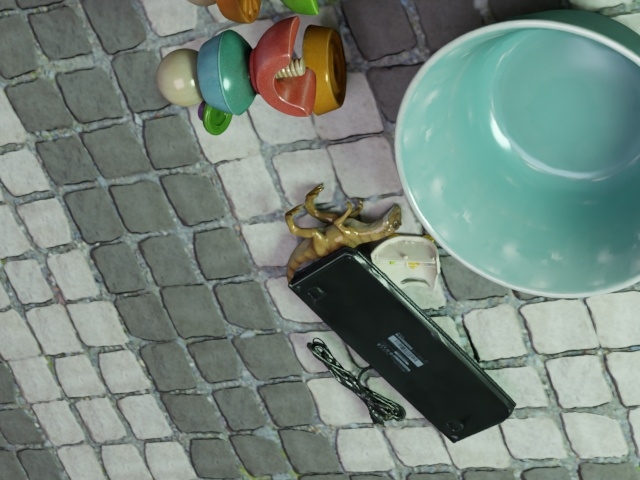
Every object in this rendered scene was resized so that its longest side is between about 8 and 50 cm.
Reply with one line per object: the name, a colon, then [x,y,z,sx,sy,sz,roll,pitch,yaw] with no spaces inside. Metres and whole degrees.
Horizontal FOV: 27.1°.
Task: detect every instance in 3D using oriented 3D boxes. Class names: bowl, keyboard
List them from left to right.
keyboard: [0.084,0.145,1.682,0.317,0.033,0.201,45,132,-16]
bowl: [0.247,-0.111,1.368,0.311,0.163,0.311,12,125,18]

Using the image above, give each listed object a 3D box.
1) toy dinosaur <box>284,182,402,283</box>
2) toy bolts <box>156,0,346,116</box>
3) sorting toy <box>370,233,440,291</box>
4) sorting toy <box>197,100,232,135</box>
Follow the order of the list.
toy dinosaur: [0.000,0.000,1.622,0.211,0.064,0.112,-24,110,35]
toy bolts: [-0.077,-0.199,1.416,0.158,0.228,0.218,-3,130,15]
sorting toy: [0.110,0.034,1.610,0.083,0.045,0.075,3,132,18]
sorting toy: [-0.126,-0.177,1.566,0.042,0.061,0.102,18,101,31]
